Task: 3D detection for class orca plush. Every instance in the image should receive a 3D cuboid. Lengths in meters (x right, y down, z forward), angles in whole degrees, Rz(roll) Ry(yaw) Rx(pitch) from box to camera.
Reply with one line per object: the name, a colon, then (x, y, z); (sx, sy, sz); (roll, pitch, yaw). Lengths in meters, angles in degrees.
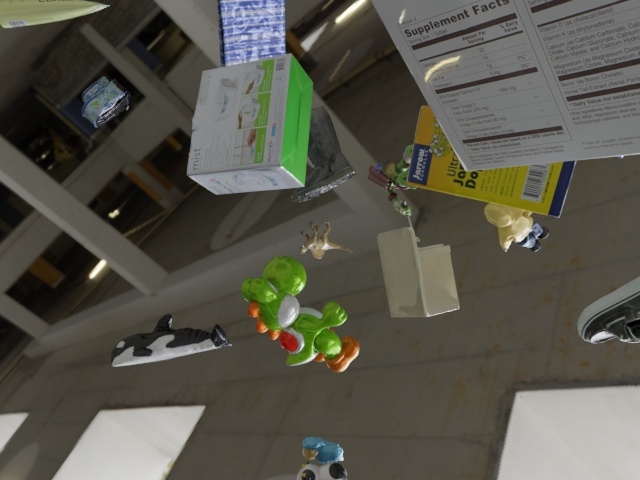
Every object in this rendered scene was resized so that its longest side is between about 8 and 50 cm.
orca plush: (-0.353, 0.217, 1.256); (0.287, 0.151, 0.102); (-16, -106, 24)

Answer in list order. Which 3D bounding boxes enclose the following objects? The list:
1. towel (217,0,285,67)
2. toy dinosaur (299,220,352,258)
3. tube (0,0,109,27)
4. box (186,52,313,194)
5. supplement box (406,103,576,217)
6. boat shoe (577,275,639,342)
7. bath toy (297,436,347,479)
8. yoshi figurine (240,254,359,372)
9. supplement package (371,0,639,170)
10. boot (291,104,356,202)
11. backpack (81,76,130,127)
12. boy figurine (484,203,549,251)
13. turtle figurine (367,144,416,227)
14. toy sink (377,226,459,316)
towel: (-0.207, -0.649, 1.704); (0.243, 0.336, 0.040); (-21, -144, -33)
toy dinosaur: (0.000, 0.000, 1.391); (0.053, 0.183, 0.093); (-9, -96, 44)
tube: (-0.623, -0.539, 1.267); (0.240, 0.062, 0.070); (-6, -116, -3)
box: (-0.152, -0.249, 1.191); (0.231, 0.127, 0.262); (-4, -108, 23)
supplement box: (0.415, -0.206, 1.306); (0.356, 0.195, 0.194); (15, -158, 18)
boat shoe: (0.742, 0.189, 1.312); (0.335, 0.121, 0.119); (105, -18, -56)
bath toy: (0.006, 0.748, 1.564); (0.151, 0.129, 0.348); (-19, -143, 9)
yoshi figurine: (-0.044, 0.171, 1.387); (0.203, 0.362, 0.203); (-31, -143, 17)
supplement package: (0.156, -0.213, 0.340); (0.198, 0.263, 0.199); (0, -133, 48)
boot: (-0.027, -0.221, 1.381); (0.189, 0.209, 0.076); (-28, 171, -4)
backpack: (-0.558, -0.352, 1.392); (0.114, 0.084, 0.105); (-52, -171, -23)
boy figurine: (0.671, -0.047, 1.886); (0.177, 0.285, 0.092); (-62, -146, 9)
turtle figurine: (0.301, -0.188, 1.744); (0.198, 0.275, 0.266); (-40, 176, -8)
toy sink: (0.262, 0.080, 1.460); (0.131, 0.234, 0.152); (-9, 176, -30)
